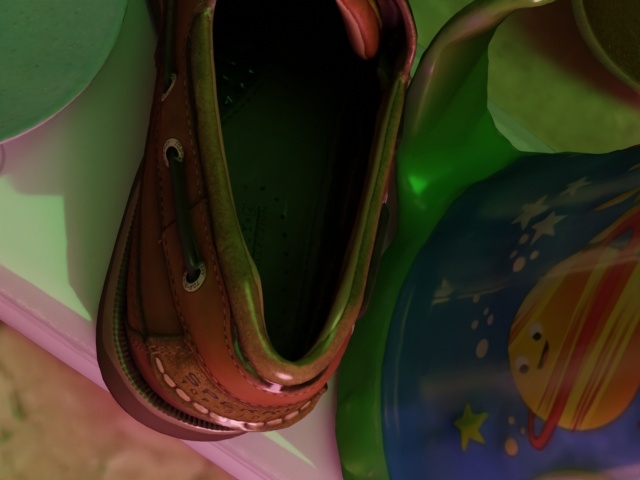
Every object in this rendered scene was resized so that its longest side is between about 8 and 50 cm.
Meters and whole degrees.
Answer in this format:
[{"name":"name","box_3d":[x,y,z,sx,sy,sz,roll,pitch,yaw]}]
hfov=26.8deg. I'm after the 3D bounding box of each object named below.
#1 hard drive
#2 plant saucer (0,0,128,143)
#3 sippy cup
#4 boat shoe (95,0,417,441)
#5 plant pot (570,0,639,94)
[{"name":"hard drive","box_3d":[0.000,0.000,0.560,0.307,0.040,0.203,37,63,-13]},{"name":"plant saucer","box_3d":[-0.161,-0.113,0.466,0.195,0.037,0.194,13,65,-31]},{"name":"sippy cup","box_3d":[0.156,0.054,0.470,0.306,0.224,0.240,28,65,-18]},{"name":"boat shoe","box_3d":[-0.007,-0.081,0.495,0.111,0.104,0.307,10,71,-23]},{"name":"plant pot","box_3d":[0.231,-0.225,0.653,0.237,0.237,0.254,16,53,-21]}]
